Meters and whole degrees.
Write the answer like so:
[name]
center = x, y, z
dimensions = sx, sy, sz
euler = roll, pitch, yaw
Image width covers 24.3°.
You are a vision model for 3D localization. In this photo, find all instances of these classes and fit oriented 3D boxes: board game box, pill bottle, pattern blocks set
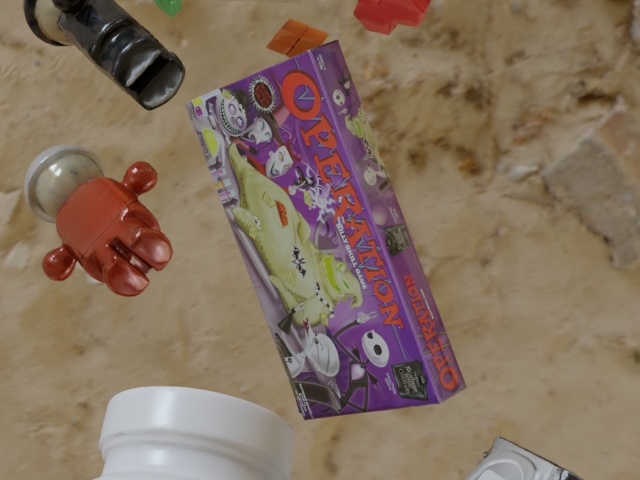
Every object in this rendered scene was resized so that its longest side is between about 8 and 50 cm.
[board game box]
center = 0.000, 0.000, 1.435
dimensions = 0.056, 0.208, 0.347
euler = -25, 96, -44
[pill bottle]
center = -0.133, 0.321, 1.252
dimensions = 0.210, 0.210, 0.363
euler = 21, 63, -23
[pattern blocks set]
center = -0.080, -0.265, 1.341
dimensions = 0.285, 0.325, 0.026
euler = 47, 61, -28

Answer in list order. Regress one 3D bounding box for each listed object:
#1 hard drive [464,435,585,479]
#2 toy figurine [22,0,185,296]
[hard drive]
center = 0.115, 0.339, 1.301
dimensions = 0.064, 0.237, 0.339
euler = 32, 87, -6
[toy figurine]
center = -0.203, -0.064, 0.942
dimensions = 0.209, 0.148, 0.213
euler = -14, 127, -30
